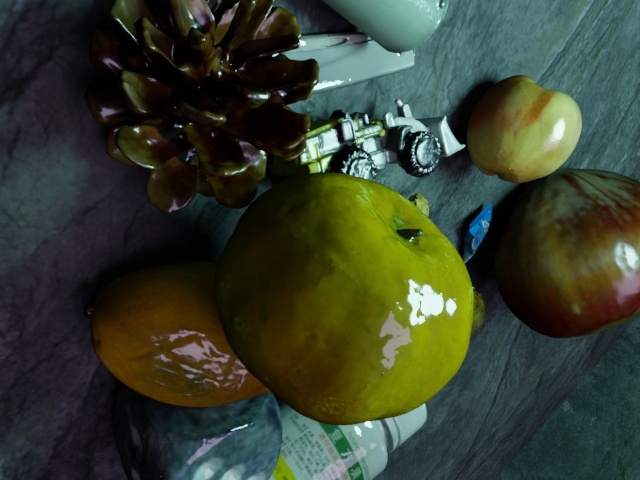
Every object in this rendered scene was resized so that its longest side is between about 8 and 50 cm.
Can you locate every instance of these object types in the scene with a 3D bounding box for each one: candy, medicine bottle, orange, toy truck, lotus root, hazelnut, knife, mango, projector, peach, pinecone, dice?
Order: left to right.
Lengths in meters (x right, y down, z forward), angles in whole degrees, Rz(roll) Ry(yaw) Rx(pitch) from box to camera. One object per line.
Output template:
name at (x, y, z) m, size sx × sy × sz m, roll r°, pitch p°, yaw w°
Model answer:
dice at (-0.172, 0.271, 0.751) m, size 0.183 × 0.181 × 0.183 m, roll -12°, pitch 124°, yaw -37°
pinecone at (-0.110, -0.141, 0.514) m, size 0.202 × 0.202 × 0.228 m, roll -40°, pitch 114°, yaw -36°
mango at (-0.116, 0.118, 0.693) m, size 0.360 × 0.186 × 0.144 m, roll 10°, pitch 141°, yaw -39°
projector at (0.004, -0.316, 0.551) m, size 0.338 × 0.108 × 0.108 m, roll 17°, pitch 105°, yaw -46°
medicine bottle at (0.011, 0.355, 0.962) m, size 0.340 × 0.208 × 0.208 m, roll -29°, pitch 134°, yaw -25°
knife at (0.021, -0.230, 0.686) m, size 0.266 × 0.041 × 0.073 m, roll -21°, pitch 113°, yaw -32°
orange at (0.022, 0.059, 0.575) m, size 0.279 × 0.279 × 0.235 m, roll 9°, pitch 131°, yaw -46°
toy truck at (0.067, -0.131, 0.735) m, size 0.286 × 0.136 × 0.111 m, roll -21°, pitch 109°, yaw -33°
lotus root at (0.287, 0.145, 1.138) m, size 0.120 × 0.120 × 0.209 m, roll -47°, pitch 138°, yaw -7°
candy at (0.328, -0.008, 1.135) m, size 0.088 × 0.038 × 0.136 m, roll -43°, pitch 148°, yaw -32°
peach at (0.340, -0.185, 0.914) m, size 0.184 × 0.184 × 0.184 m, roll -24°, pitch 132°, yaw -30°
hazelnut at (0.572, 0.020, 1.155) m, size 0.410 × 0.359 × 0.358 m, roll -33°, pitch 136°, yaw -34°

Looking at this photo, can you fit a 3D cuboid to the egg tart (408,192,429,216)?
egg tart at (0.092, 0.067, 0.844) m, size 0.319 × 0.128 × 0.318 m, roll 10°, pitch 90°, yaw -83°
